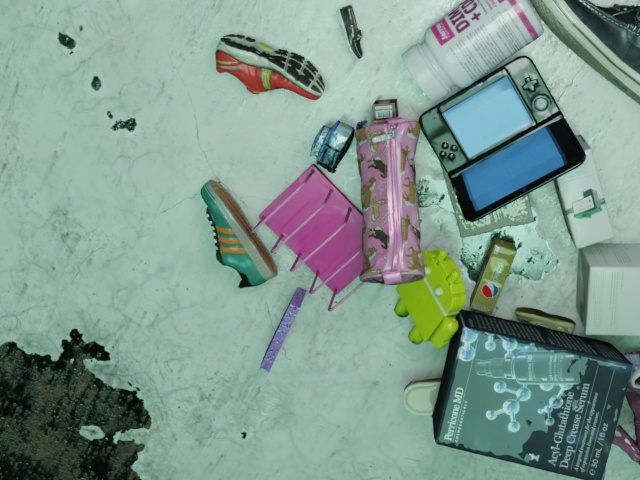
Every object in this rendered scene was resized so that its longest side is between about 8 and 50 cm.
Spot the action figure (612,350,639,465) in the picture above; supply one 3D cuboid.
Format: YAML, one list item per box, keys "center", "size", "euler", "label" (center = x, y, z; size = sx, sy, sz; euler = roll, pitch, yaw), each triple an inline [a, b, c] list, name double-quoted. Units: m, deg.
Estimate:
- center: [0.834, 0.447, 1.932]
  size: [0.248, 0.276, 0.369]
  euler: [-3, 94, 4]
  label: "action figure"

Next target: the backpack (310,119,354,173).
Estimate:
- center: [0.028, -0.234, 1.909]
  size: [0.084, 0.105, 0.114]
  euler: [30, 106, -2]
  label: "backpack"

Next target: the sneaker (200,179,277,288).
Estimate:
- center: [-0.236, -0.006, 2.029]
  size: [0.121, 0.108, 0.302]
  euler: [-29, 103, 13]
  label: "sneaker"

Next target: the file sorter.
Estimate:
- center: [0.000, 0.000, 1.952]
  size: [0.202, 0.182, 0.290]
  euler: [-42, 98, 19]
  label: "file sorter"

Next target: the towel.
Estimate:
- center: [0.390, -0.154, 1.907]
  size: [0.187, 0.049, 0.282]
  euler: [-14, 105, 16]
  label: "towel"

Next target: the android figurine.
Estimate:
- center: [0.265, 0.133, 1.938]
  size: [0.056, 0.248, 0.272]
  euler: [-9, 147, -28]
  label: "android figurine"

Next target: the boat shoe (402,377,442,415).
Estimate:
- center: [0.379, 0.409, 2.075]
  size: [0.325, 0.097, 0.116]
  euler: [-1, 93, 9]
  label: "boat shoe"

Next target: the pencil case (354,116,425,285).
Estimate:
- center: [0.159, -0.084, 1.813]
  size: [0.160, 0.167, 0.385]
  euler: [-8, 78, 40]
  label: "pencil case"

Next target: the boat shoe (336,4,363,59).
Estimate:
- center: [0.077, -0.485, 1.848]
  size: [0.038, 0.046, 0.125]
  euler: [-18, 97, 20]
  label: "boat shoe"

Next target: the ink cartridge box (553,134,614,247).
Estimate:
- center: [0.594, -0.114, 1.826]
  size: [0.093, 0.160, 0.219]
  euler: [-17, 106, 15]
  label: "ink cartridge box"

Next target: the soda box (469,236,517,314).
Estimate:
- center: [0.429, 0.089, 1.974]
  size: [0.058, 0.061, 0.181]
  euler: [18, 110, 3]
  label: "soda box"

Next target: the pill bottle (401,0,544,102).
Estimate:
- center: [0.332, -0.441, 1.757]
  size: [0.283, 0.160, 0.160]
  euler: [-34, 100, 18]
  label: "pill bottle"

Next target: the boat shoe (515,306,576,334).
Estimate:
- center: [0.563, 0.207, 1.998]
  size: [0.153, 0.056, 0.048]
  euler: [13, 106, -3]
  label: "boat shoe"

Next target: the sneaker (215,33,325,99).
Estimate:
- center: [-0.122, -0.396, 1.898]
  size: [0.279, 0.107, 0.118]
  euler: [25, 129, 4]
  label: "sneaker"

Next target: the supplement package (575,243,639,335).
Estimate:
- center: [0.767, 0.114, 1.865]
  size: [0.293, 0.177, 0.175]
  euler: [0, 108, 10]
  label: "supplement package"

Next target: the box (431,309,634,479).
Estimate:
- center: [0.494, 0.363, 1.899]
  size: [0.396, 0.212, 0.293]
  euler: [12, 98, 5]
  label: "box"

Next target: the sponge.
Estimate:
- center: [-0.098, 0.233, 2.082]
  size: [0.031, 0.117, 0.210]
  euler: [25, 111, -2]
  label: "sponge"

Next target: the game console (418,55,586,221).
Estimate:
- center: [0.394, -0.228, 1.763]
  size: [0.293, 0.173, 0.250]
  euler: [-29, 101, 18]
  label: "game console"

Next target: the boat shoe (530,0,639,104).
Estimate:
- center: [0.647, -0.434, 1.703]
  size: [0.500, 0.187, 0.156]
  euler: [35, 105, -9]
  label: "boat shoe"

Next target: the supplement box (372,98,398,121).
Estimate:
- center: [0.154, -0.307, 1.873]
  size: [0.055, 0.083, 0.043]
  euler: [-3, 107, 10]
  label: "supplement box"
